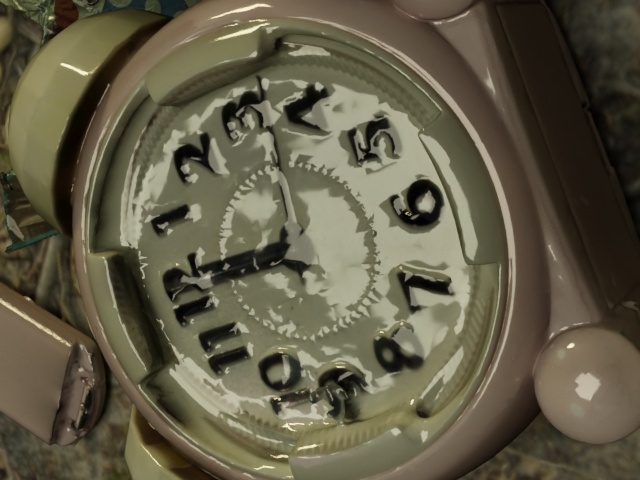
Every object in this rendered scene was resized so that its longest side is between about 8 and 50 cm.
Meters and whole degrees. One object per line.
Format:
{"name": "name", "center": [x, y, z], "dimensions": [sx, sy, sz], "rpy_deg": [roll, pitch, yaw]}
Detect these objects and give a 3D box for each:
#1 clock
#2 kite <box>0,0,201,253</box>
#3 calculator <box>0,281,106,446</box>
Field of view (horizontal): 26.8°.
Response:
{"name": "clock", "center": [0.000, 0.000, 0.762], "dimensions": [0.326, 0.184, 0.342], "rpy_deg": [-21, 85, 22]}
{"name": "kite", "center": [-0.165, -0.146, 0.952], "dimensions": [0.368, 0.014, 0.406], "rpy_deg": [29, 118, 22]}
{"name": "calculator", "center": [-0.241, 0.091, 1.059], "dimensions": [0.175, 0.032, 0.100], "rpy_deg": [29, 117, 23]}
